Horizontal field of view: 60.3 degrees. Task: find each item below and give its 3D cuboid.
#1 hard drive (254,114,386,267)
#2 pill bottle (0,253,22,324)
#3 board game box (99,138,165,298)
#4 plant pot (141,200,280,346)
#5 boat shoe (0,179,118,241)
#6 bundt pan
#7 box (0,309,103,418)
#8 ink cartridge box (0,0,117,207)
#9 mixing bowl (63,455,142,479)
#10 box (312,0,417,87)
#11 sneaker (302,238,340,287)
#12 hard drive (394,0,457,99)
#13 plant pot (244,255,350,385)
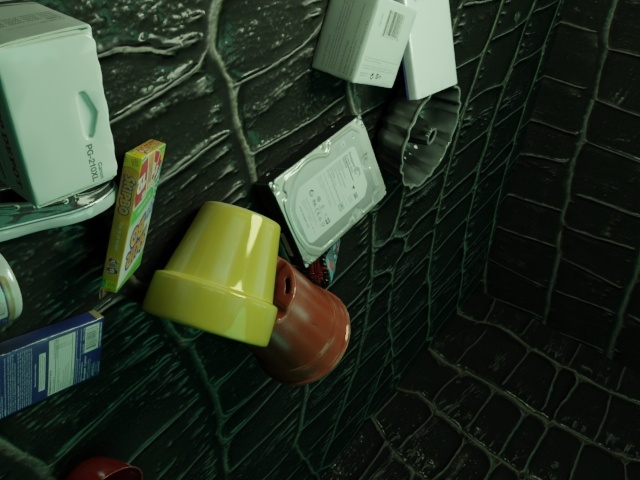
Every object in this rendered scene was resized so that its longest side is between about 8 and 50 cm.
[{"bbox_3d":[0.016,-0.125,1.340,0.339,0.064,0.237,-42,123,-33],"label":"hard drive"},{"bbox_3d":[-0.501,0.087,0.705,0.186,0.112,0.112,-28,138,-46],"label":"pill bottle"},{"bbox_3d":[-0.317,-0.033,0.925,0.124,0.039,0.260,-86,-164,-70],"label":"board game box"},{"bbox_3d":[-0.189,0.061,1.088,0.254,0.253,0.239,37,69,-62],"label":"plant pot"},{"bbox_3d":[-0.397,-0.066,0.784,0.228,0.080,0.076,-23,136,-40],"label":"boat shoe"},{"bbox_3d":[0.277,-0.325,1.620,0.331,0.124,0.331,-39,145,-35],"label":"bundt pan"},{"bbox_3d":[-0.481,0.215,0.937,0.225,0.036,0.137,-22,133,-52],"label":"box"},{"bbox_3d":[-0.342,-0.167,0.598,0.100,0.237,0.172,-35,143,-40],"label":"ink cartridge box"},{"bbox_3d":[-0.480,0.529,1.165,0.181,0.098,0.182,-39,146,-34],"label":"mixing bowl"},{"bbox_3d":[0.098,-0.443,1.210,0.181,0.119,0.182,-16,129,-54],"label":"box"},{"bbox_3d":[0.000,0.000,1.517,0.125,0.104,0.262,-64,163,-48],"label":"sneaker"},{"bbox_3d":[0.259,-0.529,1.359,0.210,0.040,0.319,-31,118,-43],"label":"hard drive"},{"bbox_3d":[-0.099,0.180,1.340,0.272,0.272,0.265,-54,143,-13],"label":"plant pot"}]
